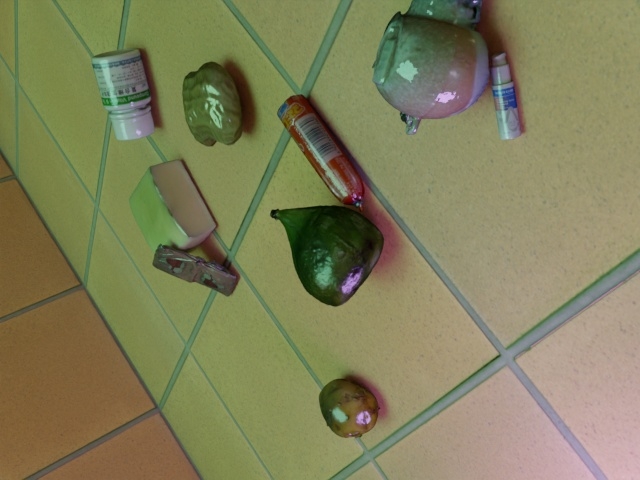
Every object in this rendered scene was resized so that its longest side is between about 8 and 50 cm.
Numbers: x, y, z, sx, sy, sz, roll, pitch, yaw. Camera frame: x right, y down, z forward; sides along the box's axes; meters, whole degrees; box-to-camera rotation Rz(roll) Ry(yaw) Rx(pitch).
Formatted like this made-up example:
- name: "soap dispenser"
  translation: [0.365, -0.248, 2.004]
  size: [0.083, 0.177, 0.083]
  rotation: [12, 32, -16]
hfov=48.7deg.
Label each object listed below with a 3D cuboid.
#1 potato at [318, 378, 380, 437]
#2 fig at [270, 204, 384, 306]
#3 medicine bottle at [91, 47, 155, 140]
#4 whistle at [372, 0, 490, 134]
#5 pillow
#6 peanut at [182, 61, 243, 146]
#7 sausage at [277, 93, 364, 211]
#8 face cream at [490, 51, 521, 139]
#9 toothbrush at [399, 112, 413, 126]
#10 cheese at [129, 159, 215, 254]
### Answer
- name: "potato"
  translation: [0.061, 0.405, 1.712]
  size: [0.176, 0.137, 0.137]
  rotation: [-6, 106, 57]
- name: "fig"
  translation: [0.000, 0.000, 1.435]
  size: [0.235, 0.203, 0.203]
  rotation: [39, 144, -3]
- name: "medicine bottle"
  translation: [-0.548, -0.410, 1.985]
  size: [0.139, 0.139, 0.236]
  rotation: [19, 125, 46]
- name: "whistle"
  translation: [0.190, -0.326, 1.064]
  size: [0.189, 0.189, 0.347]
  rotation: [27, 109, 42]
- name: "pillow"
  translation: [-0.362, 0.081, 2.042]
  size: [0.249, 0.049, 0.135]
  rotation: [21, 149, -6]
- name: "peanut"
  translation: [-0.263, -0.319, 1.687]
  size: [0.233, 0.110, 0.196]
  rotation: [1, 112, 51]
- name: "sausage"
  translation: [0.012, -0.173, 1.447]
  size: [0.274, 0.074, 0.074]
  rotation: [55, 145, 11]
- name: "face cream"
  translation: [0.282, -0.222, 1.084]
  size: [0.034, 0.034, 0.130]
  rotation: [8, 117, 51]
- name: "toothbrush"
  translation: [0.159, -0.331, 1.182]
  size: [0.030, 0.030, 0.297]
  rotation: [43, 143, 44]
- name: "cheese"
  translation: [-0.443, -0.076, 2.077]
  size: [0.265, 0.124, 0.242]
  rotation: [-35, 79, 55]
